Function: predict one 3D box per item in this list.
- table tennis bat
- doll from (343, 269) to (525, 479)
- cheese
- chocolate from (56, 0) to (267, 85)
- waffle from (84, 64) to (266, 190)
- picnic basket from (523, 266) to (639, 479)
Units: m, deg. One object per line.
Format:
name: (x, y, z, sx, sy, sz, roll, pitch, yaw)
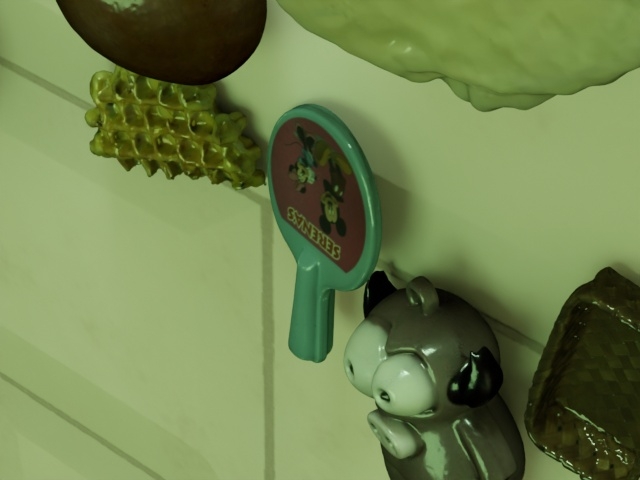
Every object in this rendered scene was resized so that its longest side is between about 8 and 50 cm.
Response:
table tennis bat: (0.000, 0.000, 1.399, 0.153, 0.040, 0.244, 43, 140, 40)
doll: (0.098, 0.141, 1.383, 0.182, 0.117, 0.257, 36, 151, 51)
cheese: (0.090, -0.221, 0.998, 0.318, 0.115, 0.326, 22, 141, 12)
chocolate: (-0.121, -0.191, 1.289, 0.177, 0.177, 0.177, 28, 138, 27)
waffle: (-0.130, -0.090, 1.480, 0.192, 0.046, 0.160, 38, 140, 15)
picnic basket: (0.223, 0.108, 1.277, 0.110, 0.055, 0.193, 34, 141, 19)
